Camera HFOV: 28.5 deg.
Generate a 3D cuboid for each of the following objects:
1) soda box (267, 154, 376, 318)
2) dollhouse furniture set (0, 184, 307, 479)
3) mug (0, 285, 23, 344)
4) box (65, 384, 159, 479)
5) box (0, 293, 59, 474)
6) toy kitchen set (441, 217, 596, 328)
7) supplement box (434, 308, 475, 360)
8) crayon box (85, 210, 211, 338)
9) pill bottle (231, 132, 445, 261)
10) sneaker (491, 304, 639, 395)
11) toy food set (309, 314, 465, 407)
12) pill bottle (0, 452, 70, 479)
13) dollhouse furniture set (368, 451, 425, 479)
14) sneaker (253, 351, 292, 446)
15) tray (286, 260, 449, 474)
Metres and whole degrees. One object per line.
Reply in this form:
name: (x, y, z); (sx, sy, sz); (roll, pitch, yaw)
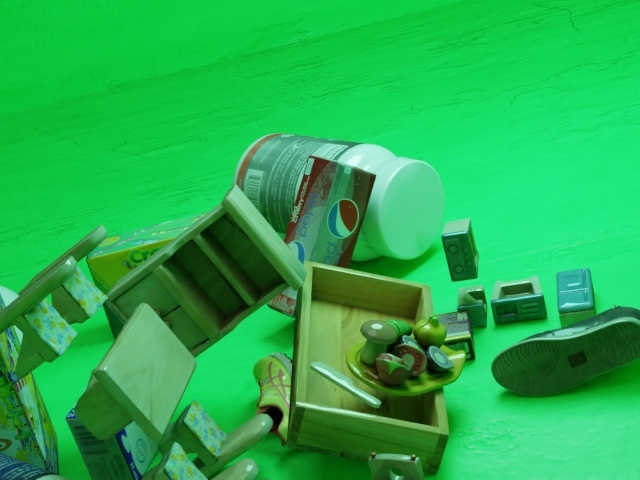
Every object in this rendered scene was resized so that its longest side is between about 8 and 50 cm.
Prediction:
soda box: (0.000, 0.000, 2.061); (0.092, 0.263, 0.083); (16, 2, -40)
dollhouse furniture set: (-0.187, 0.117, 1.710); (0.256, 0.362, 0.394); (-37, 11, 16)
mug: (-0.652, 0.190, 2.058); (0.328, 0.276, 0.374); (-5, -8, -15)
box: (-0.291, 0.266, 1.821); (0.072, 0.126, 0.137); (-8, 26, 19)
box: (-0.556, 0.259, 1.804); (0.290, 0.279, 0.177); (-17, 24, -6)
toy kitchen set: (0.298, 0.049, 1.894); (0.207, 0.166, 0.122); (-9, 25, 13)
supplement box: (0.201, 0.144, 1.895); (0.055, 0.043, 0.083); (-11, 26, 10)
crayon box: (-0.248, 0.054, 2.194); (0.278, 0.165, 0.081); (-14, 25, 3)
pill bottle: (0.030, -0.075, 2.256); (0.363, 0.210, 0.210); (12, 36, 43)
sneaker: (0.353, 0.155, 1.773); (0.222, 0.083, 0.118); (-15, 5, 16)
toy food set: (0.108, 0.146, 1.703); (0.218, 0.071, 0.128); (-13, 36, -43)
pill bottle: (-0.397, 0.364, 1.632); (0.264, 0.153, 0.153); (11, 35, 32)
dollhouse furniture set: (0.129, 0.334, 1.436); (0.183, 0.129, 0.129); (-1, 28, 27)
sneaker: (-0.062, 0.231, 1.822); (0.094, 0.081, 0.208); (-25, 27, -16)
tray: (0.063, 0.170, 1.802); (0.202, 0.076, 0.411); (12, 26, -4)
